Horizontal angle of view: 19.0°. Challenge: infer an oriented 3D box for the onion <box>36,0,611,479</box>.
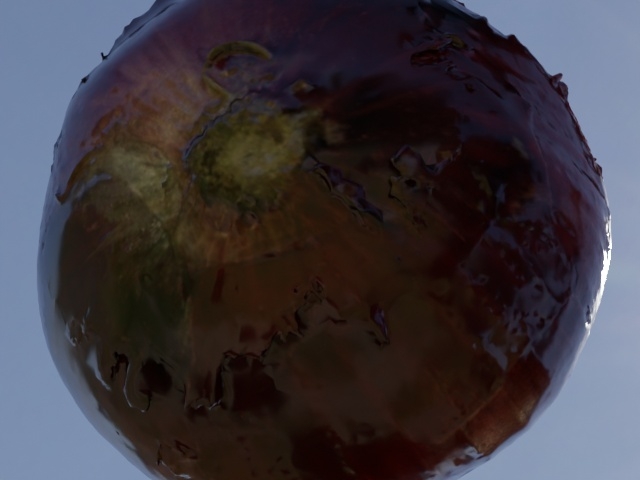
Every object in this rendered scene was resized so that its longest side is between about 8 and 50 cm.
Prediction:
[{"bbox_3d":[0.000,0.000,0.421,0.131,0.131,0.131,17,-48,19],"label":"onion"}]
